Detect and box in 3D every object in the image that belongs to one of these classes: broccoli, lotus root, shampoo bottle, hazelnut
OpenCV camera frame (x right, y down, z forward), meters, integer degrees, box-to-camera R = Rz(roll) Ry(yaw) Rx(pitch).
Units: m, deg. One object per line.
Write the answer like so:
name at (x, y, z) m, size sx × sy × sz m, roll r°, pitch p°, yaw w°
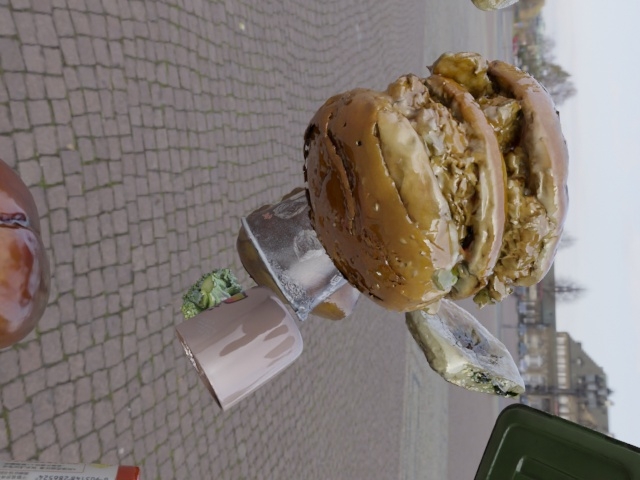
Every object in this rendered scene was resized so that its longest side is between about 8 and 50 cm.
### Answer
broccoli at (-0.317, 0.184, 1.891) m, size 0.176 × 0.198 × 0.226 m, roll 59°, pitch 48°, yaw -71°
lotus root at (-0.040, -0.005, 1.438) m, size 0.250 × 0.316 × 0.316 m, roll 46°, pitch 44°, yaw -48°
shampoo bottle at (-0.367, 0.320, 0.750) m, size 0.104 × 0.278 × 0.104 m, roll -172°, pitch -90°, yaw -77°
hazelnut at (-0.594, 0.012, 0.992) m, size 0.372 × 0.316 × 0.372 m, roll -22°, pitch 90°, yaw -78°

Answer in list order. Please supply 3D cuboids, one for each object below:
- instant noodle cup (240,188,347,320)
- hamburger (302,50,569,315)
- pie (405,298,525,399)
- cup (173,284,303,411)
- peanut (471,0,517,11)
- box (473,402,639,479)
instant noodle cup at (0.000, 0.000, 1.096) m, size 0.217 × 0.207 × 0.217 m, roll 58°, pitch -2°, yaw 3°
hamburger at (0.108, -0.045, 0.625) m, size 0.260 × 0.212 × 0.244 m, roll 171°, pitch -93°, yaw -72°
pie at (0.212, 0.155, 0.944) m, size 0.218 × 0.052 × 0.185 m, roll 21°, pitch 25°, yaw -33°
cup at (-0.165, 0.208, 1.265) m, size 0.191 × 0.201 × 0.253 m, roll 61°, pitch -20°, yaw -2°
peanut at (0.368, -0.603, 1.422) m, size 0.299 × 0.120 × 0.136 m, roll -5°, pitch 112°, yaw -36°
box at (0.431, 0.449, 1.041) m, size 0.178 × 0.329 × 0.252 m, roll 31°, pitch 79°, yaw -26°
